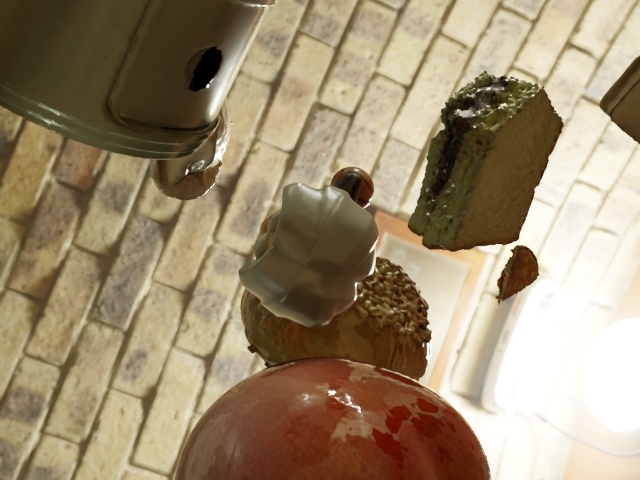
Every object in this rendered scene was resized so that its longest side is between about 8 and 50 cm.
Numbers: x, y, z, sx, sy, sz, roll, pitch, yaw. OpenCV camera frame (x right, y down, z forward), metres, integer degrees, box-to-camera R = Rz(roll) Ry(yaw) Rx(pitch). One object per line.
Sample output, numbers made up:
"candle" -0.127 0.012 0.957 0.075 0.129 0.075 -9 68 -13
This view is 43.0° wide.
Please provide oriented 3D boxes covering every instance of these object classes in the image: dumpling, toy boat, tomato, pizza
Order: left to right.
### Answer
"dumpling" -0.236 -0.188 1.529 0.175 0.243 0.227 12 -77 50
"tomato" 0.000 0.264 0.769 0.321 0.321 0.322 -158 -90 -79
"pizza" 0.312 0.040 1.294 0.100 0.029 0.099 -33 133 -26
"toy boat" 0.434 -0.190 0.964 0.188 0.116 0.061 -52 -176 32

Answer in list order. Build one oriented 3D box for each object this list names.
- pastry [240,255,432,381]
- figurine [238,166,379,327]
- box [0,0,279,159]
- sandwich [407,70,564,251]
"pastry" 0.032 0.107 1.243 0.284 0.315 0.184 -13 127 -48
"figurine" 0.000 0.000 0.935 0.176 0.133 0.236 -63 178 13
"box" -0.155 -0.182 0.604 0.149 0.226 0.226 -59 -166 22
"sandwich" 0.308 -0.145 1.497 0.131 0.262 0.326 32 -64 37
